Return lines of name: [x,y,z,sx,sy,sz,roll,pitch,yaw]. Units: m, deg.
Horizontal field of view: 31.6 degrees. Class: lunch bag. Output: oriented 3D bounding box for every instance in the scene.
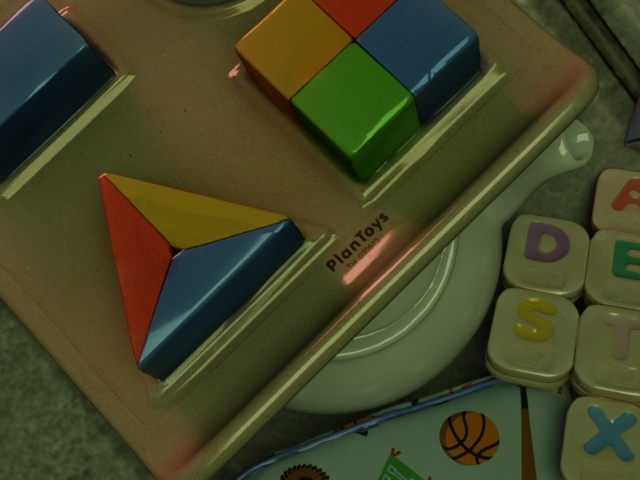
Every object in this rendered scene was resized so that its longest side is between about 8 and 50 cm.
lunch bag: [0.097,0.222,0.724,0.303,0.115,0.243,-18,55,-8]

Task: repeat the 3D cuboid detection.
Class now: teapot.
teapot: [0.000,0.000,0.728,0.252,0.187,0.256,25,88,2]

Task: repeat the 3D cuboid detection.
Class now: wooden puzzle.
wooden puzzle: [-0.077,-0.090,0.634,0.322,0.080,0.348,-45,68,-3]

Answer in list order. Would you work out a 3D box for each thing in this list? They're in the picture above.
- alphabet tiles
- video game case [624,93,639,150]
alphabet tiles: [0.258,0.060,0.753,0.284,0.021,0.278,11,50,11]
video game case: [0.389,-0.160,0.853,0.244,0.061,0.269,19,86,-4]
